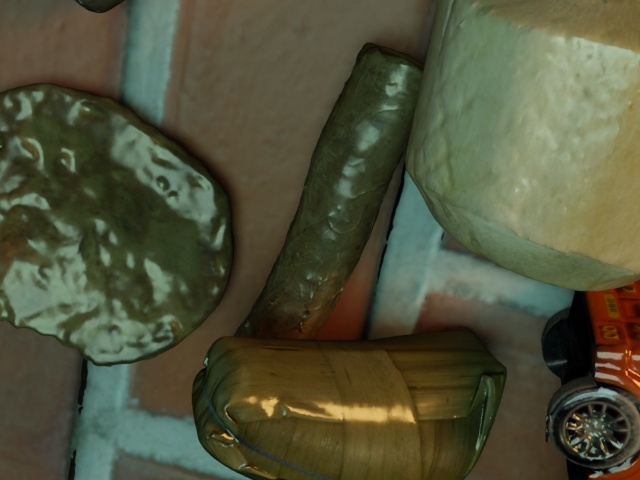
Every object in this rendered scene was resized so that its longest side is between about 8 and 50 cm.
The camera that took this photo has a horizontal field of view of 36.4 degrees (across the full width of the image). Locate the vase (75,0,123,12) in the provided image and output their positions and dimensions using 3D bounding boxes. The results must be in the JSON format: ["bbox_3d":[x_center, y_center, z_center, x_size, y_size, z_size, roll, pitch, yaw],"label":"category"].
[{"bbox_3d":[-0.080,-0.235,0.624,0.214,0.086,0.086,-27,103,14],"label":"vase"}]

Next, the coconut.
[{"bbox_3d":[0.158,-0.092,0.569,0.202,0.202,0.221,14,113,5],"label":"coconut"}]

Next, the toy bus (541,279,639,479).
[{"bbox_3d":[0.230,0.197,0.693,0.153,0.143,0.329,2,109,9],"label":"toy bus"}]

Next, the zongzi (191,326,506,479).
[{"bbox_3d":[-0.002,0.176,0.719,0.228,0.115,0.256,3,125,-25],"label":"zongzi"}]

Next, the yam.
[{"bbox_3d":[0.000,0.000,0.702,0.066,0.066,0.299,25,112,0],"label":"yam"}]

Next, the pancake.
[{"bbox_3d":[-0.182,-0.009,0.743,0.236,0.042,0.222,3,106,6],"label":"pancake"}]
